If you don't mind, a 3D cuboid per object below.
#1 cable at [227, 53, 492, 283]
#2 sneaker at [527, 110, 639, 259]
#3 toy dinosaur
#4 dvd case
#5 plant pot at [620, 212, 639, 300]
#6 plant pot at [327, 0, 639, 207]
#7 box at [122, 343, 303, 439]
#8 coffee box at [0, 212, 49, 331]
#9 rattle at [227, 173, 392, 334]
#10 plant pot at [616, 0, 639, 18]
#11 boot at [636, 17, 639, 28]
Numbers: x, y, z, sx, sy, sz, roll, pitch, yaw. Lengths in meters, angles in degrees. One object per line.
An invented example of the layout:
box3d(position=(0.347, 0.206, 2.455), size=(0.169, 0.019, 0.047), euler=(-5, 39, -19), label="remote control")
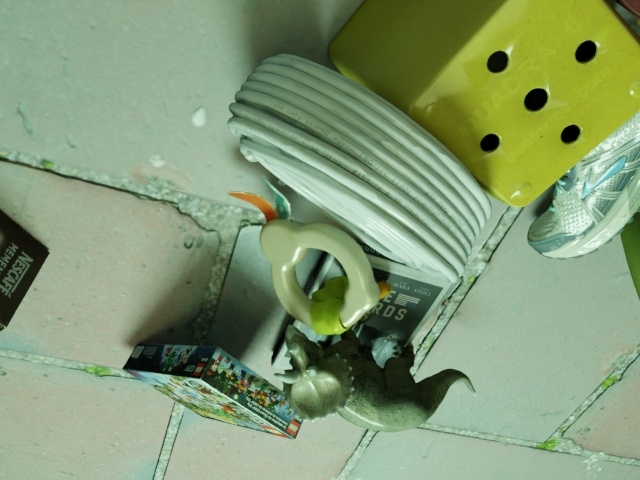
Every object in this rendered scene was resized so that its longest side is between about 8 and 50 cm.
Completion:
box3d(position=(0.033, -0.061, 0.481), size=(0.257, 0.257, 0.089), euler=(35, 90, 4), label="cable")
box3d(position=(0.298, -0.094, 0.563), size=(0.122, 0.110, 0.283), euler=(26, 137, -1), label="sneaker")
box3d(position=(0.063, 0.189, 0.680), size=(0.313, 0.160, 0.121), euler=(28, 119, -19), label="toy dinosaur")
box3d(position=(0.052, 0.113, 0.743), size=(0.179, 0.029, 0.239), euler=(16, 123, -15), label="dvd case")
box3d(position=(0.451, 0.029, 0.546), size=(0.274, 0.293, 0.275), euler=(-2, 126, -3), label="plant pot")
box3d(position=(0.156, -0.156, 0.462), size=(0.212, 0.187, 0.212), euler=(32, 118, -24), label="plant pot")
box3d(position=(-0.149, 0.199, 0.707), size=(0.233, 0.044, 0.159), euler=(-12, 133, 48), label="box")
box3d(position=(-0.441, -0.006, 0.560), size=(0.098, 0.141, 0.246), euler=(-29, 123, 16), label="coffee box")
box3d(position=(0.000, 0.000, 0.620), size=(0.200, 0.143, 0.130), euler=(49, 140, 9), label="rattle")
box3d(position=(0.281, -0.218, 0.315), size=(0.201, 0.180, 0.201), euler=(7, 126, 9), label="plant pot")
box3d(position=(0.266, -0.337, 0.406), size=(0.211, 0.104, 0.295), euler=(16, 120, -7), label="boot")
